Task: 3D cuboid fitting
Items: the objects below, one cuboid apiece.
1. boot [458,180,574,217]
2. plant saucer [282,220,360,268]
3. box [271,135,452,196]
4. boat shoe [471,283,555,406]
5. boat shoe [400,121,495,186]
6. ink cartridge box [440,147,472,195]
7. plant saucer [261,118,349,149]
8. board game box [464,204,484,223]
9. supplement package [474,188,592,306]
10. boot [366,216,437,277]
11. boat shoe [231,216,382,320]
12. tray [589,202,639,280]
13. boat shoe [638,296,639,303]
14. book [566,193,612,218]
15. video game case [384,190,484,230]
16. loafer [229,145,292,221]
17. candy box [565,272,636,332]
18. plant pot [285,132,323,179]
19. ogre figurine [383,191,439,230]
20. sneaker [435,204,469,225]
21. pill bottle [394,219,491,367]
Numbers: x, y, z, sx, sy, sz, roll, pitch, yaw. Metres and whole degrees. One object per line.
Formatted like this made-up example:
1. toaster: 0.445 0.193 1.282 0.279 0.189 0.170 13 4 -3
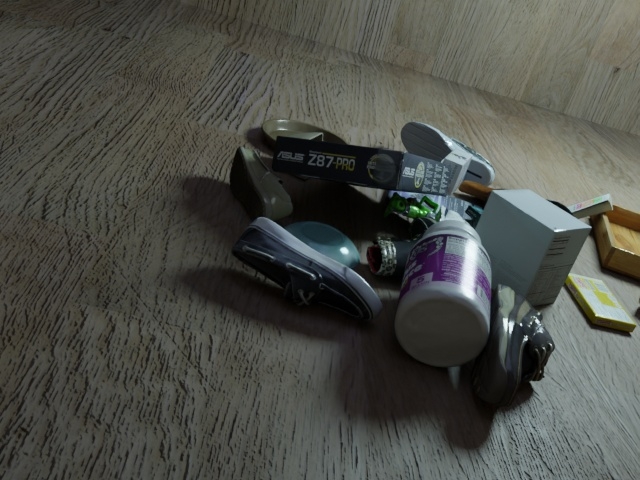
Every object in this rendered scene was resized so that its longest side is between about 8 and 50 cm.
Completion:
1. boot: 0.563 -0.093 2.065 0.264 0.096 0.280 12 8 -14
2. plant saucer: 0.000 0.000 1.568 0.194 0.038 0.195 15 25 -7
3. box: 0.113 -0.177 1.743 0.318 0.097 0.395 14 7 25
4. boat shoe: 0.365 0.190 1.314 0.130 0.132 0.355 21 27 8
5. boat shoe: 0.409 -0.271 2.304 0.335 0.121 0.119 35 21 11
6. ink cartridge box: 0.393 -0.202 2.140 0.061 0.104 0.181 25 27 15
7. plant saucer: -0.043 -0.290 2.113 0.277 0.041 0.278 14 27 -7
8. board game box: 0.488 -0.034 1.914 0.186 0.026 0.126 15 24 -34
9. supplement package: 0.469 0.015 1.645 0.149 0.203 0.194 -5 34 -38
10. boot: 0.190 0.012 1.597 0.178 0.085 0.236 11 34 -17
11. boat shoe: -0.030 0.075 1.340 0.301 0.108 0.102 34 60 6
12. tray: 0.918 0.005 2.102 0.202 0.076 0.411 21 25 7
13. boat shoe: 0.907 0.136 1.803 0.277 0.098 0.096 -3 32 -39
14. book: 0.822 -0.100 2.203 0.144 0.035 0.096 -20 10 26
15. video game case: 0.319 -0.094 1.972 0.274 0.026 0.196 19 26 5
16. loafer: -0.140 -0.124 1.665 0.092 0.102 0.269 4 38 -29
17. candy box: 0.664 0.145 1.713 0.105 0.027 0.206 11 26 -8
18. plant pot: -0.060 -0.237 1.933 0.096 0.109 0.109 13 23 20
19. ogre figurine: 0.226 -0.074 1.781 0.118 0.097 0.197 23 -15 3
20. sneaker: 0.319 -0.017 1.758 0.094 0.090 0.235 29 28 3
21. pill bottle: 0.239 0.085 1.360 0.169 0.169 0.301 19 33 3
